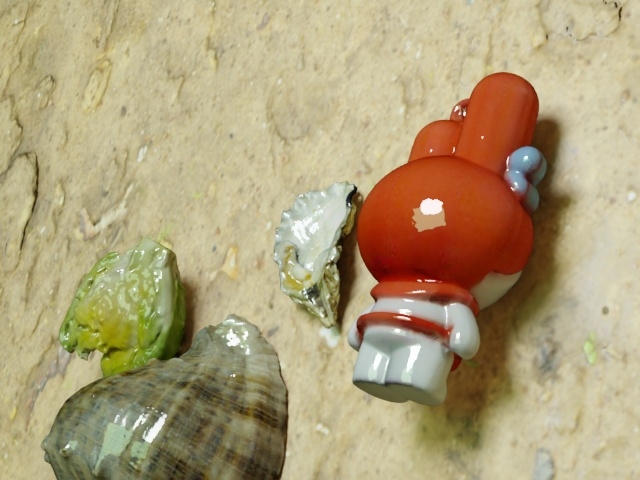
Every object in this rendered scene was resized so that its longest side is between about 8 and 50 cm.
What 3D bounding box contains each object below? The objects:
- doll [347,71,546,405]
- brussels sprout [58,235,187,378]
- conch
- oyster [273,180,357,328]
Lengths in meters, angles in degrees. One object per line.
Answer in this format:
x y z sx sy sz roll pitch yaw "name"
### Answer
0.105 -0.007 1.130 0.161 0.130 0.290 -3 62 49 "doll"
-0.197 0.085 1.432 0.139 0.100 0.181 40 99 39 "brussels sprout"
-0.164 0.195 1.284 0.210 0.159 0.291 31 92 51 "conch"
0.000 0.000 1.300 0.121 0.045 0.146 -59 33 10 "oyster"
